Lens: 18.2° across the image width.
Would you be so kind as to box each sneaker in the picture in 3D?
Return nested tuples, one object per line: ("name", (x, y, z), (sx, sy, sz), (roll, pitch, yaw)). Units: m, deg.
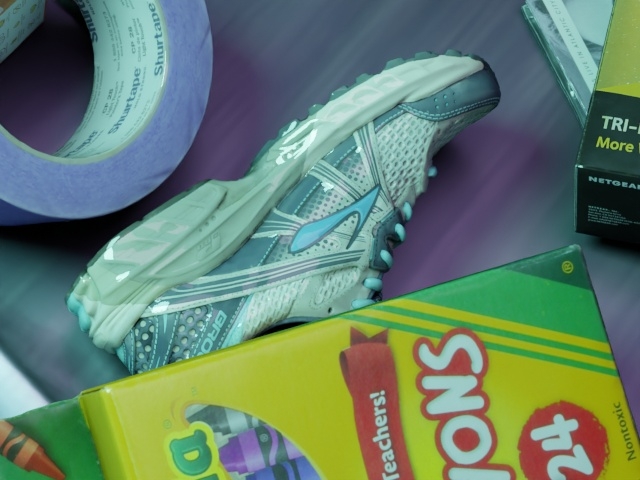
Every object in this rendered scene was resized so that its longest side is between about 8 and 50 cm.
("sneaker", (0.000, 0.000, 1.123), (0.283, 0.110, 0.122), (-35, 86, -18))

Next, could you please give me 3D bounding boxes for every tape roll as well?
("tape roll", (-0.157, -0.103, 1.092), (0.189, 0.080, 0.189), (3, 85, -37))

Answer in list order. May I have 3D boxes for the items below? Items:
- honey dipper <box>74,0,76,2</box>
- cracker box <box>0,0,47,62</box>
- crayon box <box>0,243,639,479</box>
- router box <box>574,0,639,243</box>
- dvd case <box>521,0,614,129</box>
("honey dipper", (-0.131, -0.137, 1.197), (0.160, 0.030, 0.030), (42, 63, 10))
("cracker box", (-0.287, -0.115, 1.133), (0.155, 0.067, 0.232), (37, 61, 9))
("crayon box", (0.011, 0.142, 1.016), (0.318, 0.081, 0.202), (-17, 88, -18))
("router box", (0.322, -0.098, 1.172), (0.309, 0.081, 0.243), (10, 61, 12))
("dvd case", (0.258, -0.112, 1.267), (0.221, 0.018, 0.164), (-16, 67, -18))
